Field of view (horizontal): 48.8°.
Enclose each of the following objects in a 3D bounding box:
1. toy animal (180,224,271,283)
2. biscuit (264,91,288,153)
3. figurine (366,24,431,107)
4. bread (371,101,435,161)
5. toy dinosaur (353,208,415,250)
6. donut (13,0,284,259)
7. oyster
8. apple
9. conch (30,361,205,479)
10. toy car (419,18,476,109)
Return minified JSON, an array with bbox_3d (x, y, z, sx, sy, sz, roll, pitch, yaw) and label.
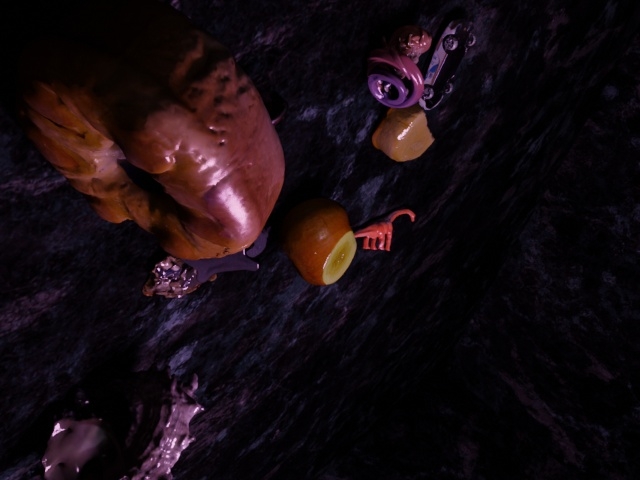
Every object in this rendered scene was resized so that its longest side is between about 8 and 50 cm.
[{"bbox_3d":[-0.156,-0.012,1.225,0.121,0.117,0.210,-19,-168,14],"label":"toy animal"},{"bbox_3d":[-0.117,-0.140,1.096,0.151,0.063,0.235,-43,172,-12],"label":"biscuit"},{"bbox_3d":[0.142,-0.330,1.285,0.126,0.114,0.157,156,-53,-73],"label":"figurine"},{"bbox_3d":[0.173,-0.231,1.496,0.125,0.086,0.156,-40,153,-3],"label":"bread"},{"bbox_3d":[0.161,-0.023,1.807,0.279,0.055,0.101,-12,112,-54],"label":"toy dinosaur"},{"bbox_3d":[-0.178,-0.109,0.771,0.150,0.299,0.317,-57,-175,-24],"label":"donut"},{"bbox_3d":[-0.231,0.061,1.205,0.148,0.051,0.103,-20,142,-52],"label":"oyster"},{"bbox_3d":[-0.001,-0.002,1.392,0.147,0.163,0.146,-34,163,-4],"label":"apple"},{"bbox_3d":[-0.329,0.344,1.207,0.313,0.240,0.186,-29,137,-17],"label":"conch"},{"bbox_3d":[0.259,-0.369,1.485,0.095,0.056,0.205,-27,150,-45],"label":"toy car"}]
